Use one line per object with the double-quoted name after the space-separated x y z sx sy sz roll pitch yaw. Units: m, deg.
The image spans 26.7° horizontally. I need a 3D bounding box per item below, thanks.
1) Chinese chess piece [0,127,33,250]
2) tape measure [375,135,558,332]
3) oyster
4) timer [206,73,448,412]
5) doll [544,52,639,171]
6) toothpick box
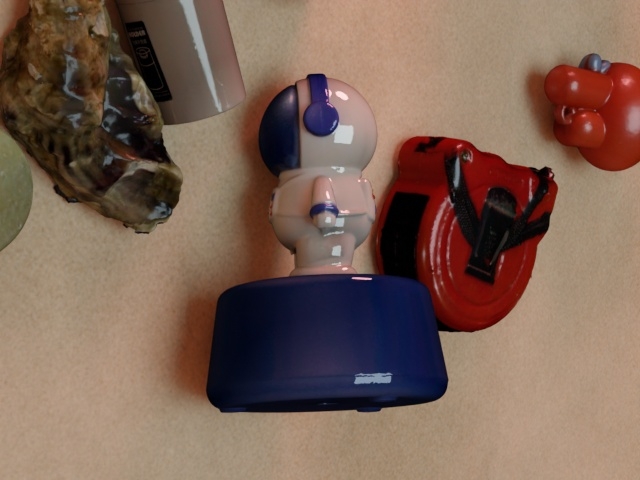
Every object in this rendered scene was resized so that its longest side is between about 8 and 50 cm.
-0.347 -0.048 1.297 0.144 0.058 0.144 -7 100 -41 "Chinese chess piece"
0.191 -0.005 1.770 0.253 0.114 0.261 19 82 -42 "tape measure"
-0.222 -0.133 1.369 0.166 0.094 0.294 -47 119 -19 "oyster"
0.000 0.000 1.535 0.270 0.270 0.384 8 75 -44 "timer"
0.428 -0.181 1.961 0.290 0.129 0.161 7 94 -38 "doll"
-0.151 -0.225 1.421 0.111 0.111 0.181 -32 118 -36 "toothpick box"
